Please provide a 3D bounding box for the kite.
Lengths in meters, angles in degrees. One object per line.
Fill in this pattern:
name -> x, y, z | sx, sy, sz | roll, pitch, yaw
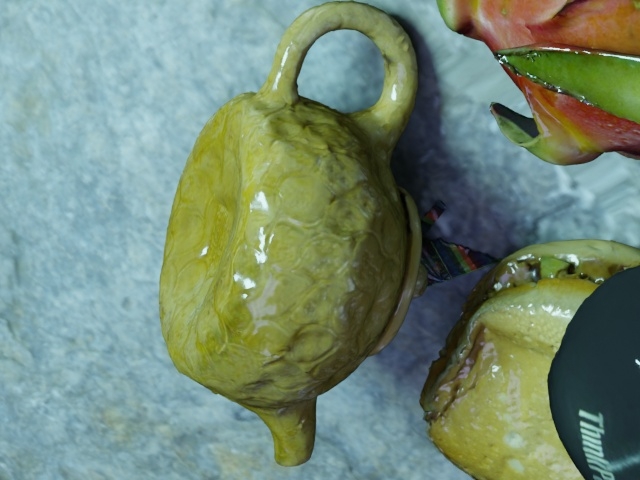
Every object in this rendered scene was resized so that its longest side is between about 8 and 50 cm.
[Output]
kite -> 0.065, 0.005, 0.936 | 0.122, 0.004, 0.090 | 28, 126, 5

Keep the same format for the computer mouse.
computer mouse -> 0.255, 0.123, 0.736 | 0.269, 0.100, 0.170 | 19, 130, 10

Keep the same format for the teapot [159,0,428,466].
teapot -> 0.000, 0.000, 0.867 | 0.167, 0.203, 0.311 | 12, 99, -22

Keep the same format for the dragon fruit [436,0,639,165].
dragon fruit -> 0.165, -0.141, 0.664 | 0.227, 0.224, 0.224 | 2, 125, 51

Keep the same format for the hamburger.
hamburger -> 0.177, 0.100, 0.885 | 0.213, 0.108, 0.214 | 11, 123, 17
